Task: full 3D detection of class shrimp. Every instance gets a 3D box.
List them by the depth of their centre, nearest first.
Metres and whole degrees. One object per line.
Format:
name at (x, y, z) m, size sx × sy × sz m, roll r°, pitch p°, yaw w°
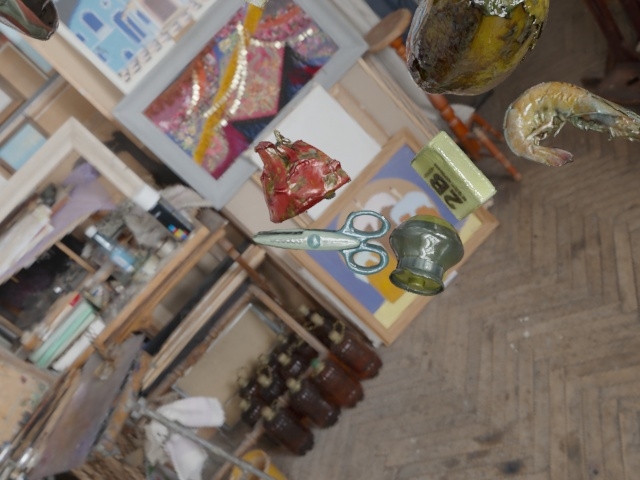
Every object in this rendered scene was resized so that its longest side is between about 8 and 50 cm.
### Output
shrimp at (0.393, -0.168, 1.075) m, size 0.251 × 0.052 × 0.143 m, roll 29°, pitch 84°, yaw 45°

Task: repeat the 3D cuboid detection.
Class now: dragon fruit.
dragon fruit at (-0.089, -0.154, 1.677) m, size 0.134 × 0.211 × 0.262 m, roll -34°, pitch 4°, yaw -39°

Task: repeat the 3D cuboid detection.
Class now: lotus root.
lotus root at (0.243, -0.337, 1.145) m, size 0.397 × 0.196 × 0.179 m, roll 140°, pitch 148°, yaw -85°

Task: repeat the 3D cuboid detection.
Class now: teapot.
teapot at (0.184, 0.035, 1.207) m, size 0.130 × 0.165 × 0.119 m, roll 5°, pitch 65°, yaw 30°

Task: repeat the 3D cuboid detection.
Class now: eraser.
eraser at (0.275, -0.133, 1.467) m, size 0.058 × 0.172 × 0.117 m, roll -38°, pitch -5°, yaw -23°

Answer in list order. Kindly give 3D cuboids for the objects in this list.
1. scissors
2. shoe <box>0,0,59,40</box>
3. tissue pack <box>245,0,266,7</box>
scissors at (0.000, 0.000, 1.447) m, size 0.289 × 0.138 × 0.041 m, roll 3°, pitch 17°, yaw 10°
shoe at (-0.259, -0.273, 0.533) m, size 0.137 × 0.114 × 0.291 m, roll -54°, pitch -6°, yaw -18°
tissue pack at (-0.108, -0.584, 1.370) m, size 0.196 × 0.092 × 0.148 m, roll 121°, pitch 167°, yaw -48°
